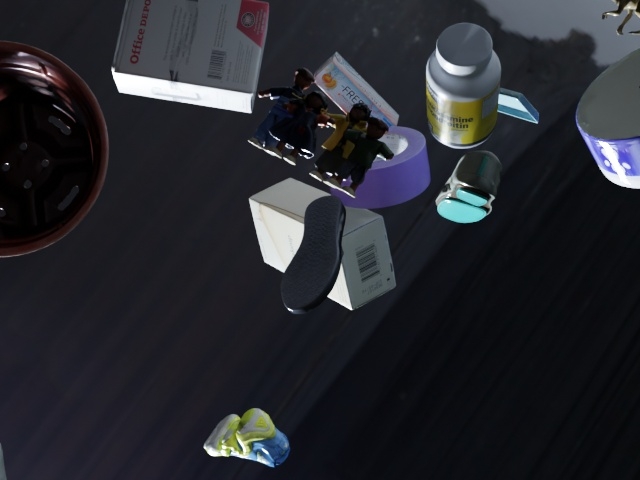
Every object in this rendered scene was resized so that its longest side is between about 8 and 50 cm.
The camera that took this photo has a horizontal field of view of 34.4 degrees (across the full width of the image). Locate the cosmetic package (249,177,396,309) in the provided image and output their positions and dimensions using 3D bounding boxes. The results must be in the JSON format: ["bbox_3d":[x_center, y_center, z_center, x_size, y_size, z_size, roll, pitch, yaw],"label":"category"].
[{"bbox_3d":[0.000,0.000,2.003,0.309,0.113,0.160,24,134,51],"label":"cosmetic package"}]

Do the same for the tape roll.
[{"bbox_3d":[0.105,-0.136,1.904,0.189,0.189,0.080,23,133,46],"label":"tape roll"}]

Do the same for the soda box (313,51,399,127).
[{"bbox_3d":[0.070,-0.277,2.011,0.183,0.058,0.063,44,-154,-15],"label":"soda box"}]

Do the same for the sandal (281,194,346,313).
[{"bbox_3d":[0.003,0.027,1.774,0.097,0.254,0.054,-6,134,25],"label":"sandal"}]

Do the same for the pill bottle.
[{"bbox_3d":[0.200,-0.218,1.455,0.103,0.103,0.184,32,160,21],"label":"pill bottle"}]

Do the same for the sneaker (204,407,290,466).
[{"bbox_3d":[-0.139,0.403,2.020,0.126,0.091,0.240,42,152,-10],"label":"sneaker"}]

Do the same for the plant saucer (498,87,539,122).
[{"bbox_3d":[0.307,-0.246,1.795,0.067,0.018,0.192,41,177,-30],"label":"plant saucer"}]

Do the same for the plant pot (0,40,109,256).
[{"bbox_3d":[-0.421,-0.112,1.424,0.272,0.272,0.265,38,174,-6],"label":"plant pot"}]

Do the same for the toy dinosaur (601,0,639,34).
[{"bbox_3d":[0.460,-0.335,1.454,0.183,0.092,0.053,10,-167,36],"label":"toy dinosaur"}]

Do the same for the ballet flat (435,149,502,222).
[{"bbox_3d":[0.200,-0.071,1.354,0.072,0.068,0.213,20,172,2],"label":"ballet flat"}]

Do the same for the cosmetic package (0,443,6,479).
[{"bbox_3d":[-0.541,0.449,1.162,0.327,0.329,0.393,6,134,-5],"label":"cosmetic package"}]

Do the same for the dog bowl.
[{"bbox_3d":[0.550,-0.210,1.657,0.104,0.265,0.265,51,162,-27],"label":"dog bowl"}]

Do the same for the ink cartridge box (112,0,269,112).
[{"bbox_3d":[-0.199,-0.299,1.608,0.218,0.158,0.092,10,165,-3],"label":"ink cartridge box"}]

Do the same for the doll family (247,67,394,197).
[{"bbox_3d":[0.001,-0.133,1.211,0.193,0.111,0.076,29,-179,11],"label":"doll family"}]
